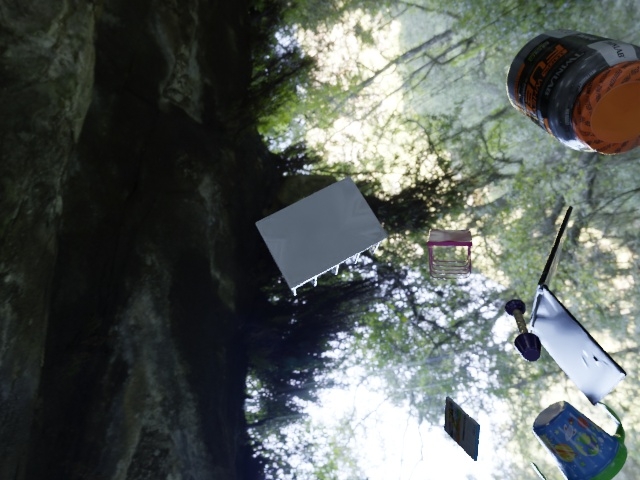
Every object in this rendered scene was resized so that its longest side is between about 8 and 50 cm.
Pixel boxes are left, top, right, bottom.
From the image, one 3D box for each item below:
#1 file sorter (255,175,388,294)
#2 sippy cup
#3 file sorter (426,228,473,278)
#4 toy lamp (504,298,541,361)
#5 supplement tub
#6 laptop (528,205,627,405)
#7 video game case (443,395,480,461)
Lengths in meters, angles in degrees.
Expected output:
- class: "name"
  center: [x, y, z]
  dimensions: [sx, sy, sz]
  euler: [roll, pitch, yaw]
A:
- class: "file sorter"
  center: [0.000, 0.000, 1.137]
  dimensions: [0.193, 0.277, 0.173]
  euler: [59, 168, 16]
- class: "sippy cup"
  center: [0.890, 0.704, 1.495]
  dimensions: [0.305, 0.240, 0.224]
  euler: [-31, -110, -37]
- class: "file sorter"
  center: [0.633, 0.062, 2.075]
  dimensions: [0.290, 0.201, 0.183]
  euler: [-37, -54, -68]
- class: "toy lamp"
  center: [0.646, 0.286, 1.354]
  dimensions: [0.080, 0.080, 0.275]
  euler: [62, -158, -11]
- class: "supplement tub"
  center: [0.552, -0.320, 0.899]
  dimensions: [0.207, 0.207, 0.338]
  euler: [52, -160, -25]
- class: "laptop"
  center: [0.746, 0.194, 1.212]
  dimensions: [0.408, 0.236, 0.382]
  euler: [-59, -32, -18]
- class: "video game case"
  center: [0.437, 0.581, 1.316]
  dimensions: [0.015, 0.166, 0.119]
  euler: [-2, -80, -16]
